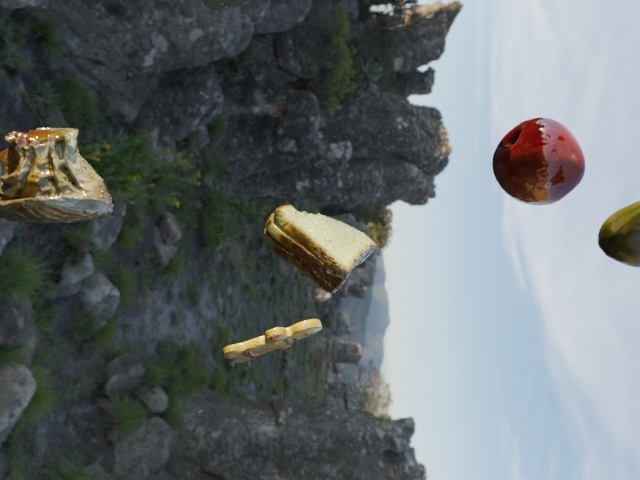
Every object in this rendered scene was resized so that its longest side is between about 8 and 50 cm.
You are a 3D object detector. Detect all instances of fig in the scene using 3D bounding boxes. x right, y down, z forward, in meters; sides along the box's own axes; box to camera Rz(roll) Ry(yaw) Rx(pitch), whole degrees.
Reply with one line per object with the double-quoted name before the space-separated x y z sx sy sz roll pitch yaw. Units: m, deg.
"fig" 0.712 -0.034 1.064 0.126 0.133 0.185 -16 132 -67

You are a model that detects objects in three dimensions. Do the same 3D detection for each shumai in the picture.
"shumai" -0.327 -0.080 0.583 0.145 0.145 0.116 -42 132 -82

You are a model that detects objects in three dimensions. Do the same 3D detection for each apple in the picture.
"apple" 0.568 -0.206 1.252 0.201 0.218 0.218 38 26 -17

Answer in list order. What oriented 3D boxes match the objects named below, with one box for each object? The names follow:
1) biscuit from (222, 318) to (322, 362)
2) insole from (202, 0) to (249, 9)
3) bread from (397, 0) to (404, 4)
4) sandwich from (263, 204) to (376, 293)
"biscuit" -0.109 0.234 1.108 0.153 0.234 0.030 78 -7 -70
"insole" -0.159 -0.579 1.075 0.011 0.247 0.081 -44 127 -69
"bread" 0.245 -0.892 1.624 0.086 0.156 0.125 -52 165 -41
"sandwich" 0.003 -0.004 1.259 0.100 0.254 0.288 -57 168 25
